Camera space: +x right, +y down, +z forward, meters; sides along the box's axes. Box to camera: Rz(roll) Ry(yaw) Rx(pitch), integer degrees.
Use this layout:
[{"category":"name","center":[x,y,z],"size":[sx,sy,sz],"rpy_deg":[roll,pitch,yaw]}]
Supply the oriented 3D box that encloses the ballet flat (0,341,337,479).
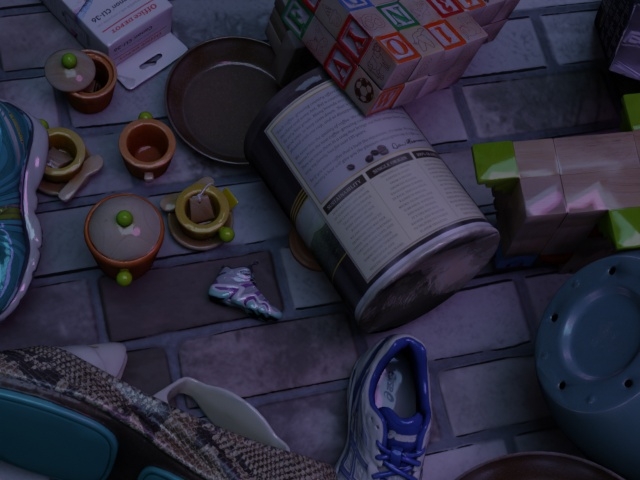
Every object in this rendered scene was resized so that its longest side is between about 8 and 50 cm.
[{"category":"ballet flat","center":[-0.200,0.217,1.199],"size":[0.483,0.164,0.182],"rpy_deg":[25,44,-3]}]

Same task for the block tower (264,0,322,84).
[{"category":"block tower","center":[0.084,-0.309,1.466],"size":[0.335,0.091,0.097],"rpy_deg":[-18,70,-24]}]

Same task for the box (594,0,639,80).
[{"category":"box","center":[0.533,-0.247,1.399],"size":[0.318,0.097,0.395],"rpy_deg":[19,22,5]}]

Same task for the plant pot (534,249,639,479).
[{"category":"plant pot","center":[0.384,0.145,1.191],"size":[0.235,0.293,0.293],"rpy_deg":[28,60,-34]}]

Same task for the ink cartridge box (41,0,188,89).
[{"category":"ink cartridge box","center":[-0.281,-0.313,1.438],"size":[0.115,0.067,0.198],"rpy_deg":[-40,79,-22]}]

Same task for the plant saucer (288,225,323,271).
[{"category":"plant saucer","center":[0.000,0.000,1.383],"size":[0.083,0.013,0.083],"rpy_deg":[4,67,-9]}]

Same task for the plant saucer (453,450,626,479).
[{"category":"plant saucer","center":[0.241,0.388,1.145],"size":[0.311,0.050,0.310],"rpy_deg":[-6,68,15]}]

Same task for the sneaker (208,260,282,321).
[{"category":"sneaker","center":[-0.086,0.058,1.330],"size":[0.098,0.038,0.069],"rpy_deg":[22,66,0]}]

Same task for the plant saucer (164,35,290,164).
[{"category":"plant saucer","center":[-0.112,-0.184,1.430],"size":[0.199,0.036,0.198],"rpy_deg":[3,68,-8]}]

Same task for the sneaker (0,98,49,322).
[{"category":"sneaker","center":[-0.401,-0.038,1.257],"size":[0.107,0.110,0.275],"rpy_deg":[-6,76,22]}]

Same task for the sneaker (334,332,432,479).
[{"category":"sneaker","center":[0.073,0.250,1.227],"size":[0.112,0.131,0.296],"rpy_deg":[5,68,-9]}]

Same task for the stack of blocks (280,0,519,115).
[{"category":"stack of blocks","center":[0.120,-0.277,1.310],"size":[0.297,0.087,0.171],"rpy_deg":[-25,68,-40]}]

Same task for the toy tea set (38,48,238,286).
[{"category":"toy tea set","center":[-0.258,-0.103,1.322],"size":[0.200,0.124,0.336],"rpy_deg":[-36,77,-21]}]

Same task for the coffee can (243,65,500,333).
[{"category":"coffee can","center":[0.059,-0.055,1.294],"size":[0.201,0.201,0.275],"rpy_deg":[-26,66,-19]}]

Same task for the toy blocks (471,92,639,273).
[{"category":"toy blocks","center":[0.365,-0.041,1.343],"size":[0.381,0.261,0.190],"rpy_deg":[-6,70,-4]}]
